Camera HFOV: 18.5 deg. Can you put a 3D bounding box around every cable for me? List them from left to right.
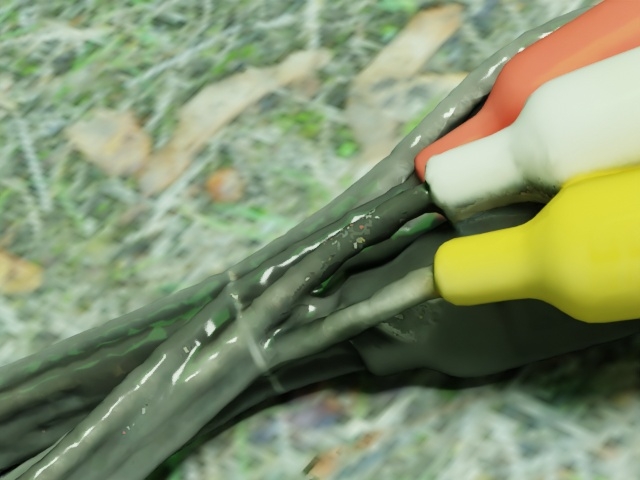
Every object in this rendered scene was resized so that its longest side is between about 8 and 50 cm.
[{"bbox_3d":[0.000,0.000,0.482,0.287,0.072,0.139,-17,37,8],"label":"cable"}]
